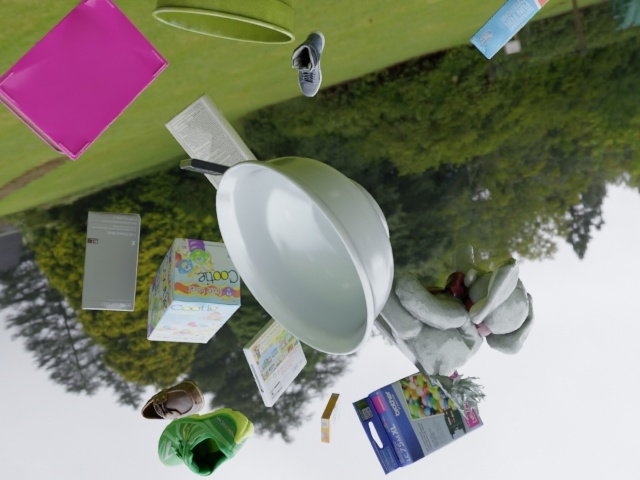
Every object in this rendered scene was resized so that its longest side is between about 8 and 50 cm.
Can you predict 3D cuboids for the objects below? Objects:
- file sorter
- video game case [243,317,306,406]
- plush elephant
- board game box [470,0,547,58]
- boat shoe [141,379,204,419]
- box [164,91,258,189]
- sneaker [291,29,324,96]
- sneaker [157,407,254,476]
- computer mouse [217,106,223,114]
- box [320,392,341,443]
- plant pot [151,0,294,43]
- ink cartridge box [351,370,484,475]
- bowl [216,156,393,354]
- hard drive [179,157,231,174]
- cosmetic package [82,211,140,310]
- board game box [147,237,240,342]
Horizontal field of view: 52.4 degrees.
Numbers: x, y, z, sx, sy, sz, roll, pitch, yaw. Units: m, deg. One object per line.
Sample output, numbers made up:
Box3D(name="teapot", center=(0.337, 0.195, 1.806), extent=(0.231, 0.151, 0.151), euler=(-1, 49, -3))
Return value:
Box3D(name="file sorter", center=(-0.519, -0.348, 1.383), extent=(0.291, 0.202, 0.182), euler=(-51, -149, -15))
Box3D(name="video game case", center=(-0.133, 0.349, 1.966), extent=(0.026, 0.206, 0.227), euler=(-5, -157, 33))
Box3D(name="plush elephant", center=(0.253, 0.118, 1.177), extent=(0.255, 0.272, 0.330), euler=(-38, -125, -7))
Box3D(name="board game box", center=(0.482, -0.554, 1.535), extent=(0.242, 0.064, 0.316), euler=(-44, -179, 30))
Box3D(name="boat shoe", center=(-0.271, 0.301, 1.187), extent=(0.060, 0.064, 0.178), euler=(-25, 179, -43))
Box3D(name="box", center=(-0.308, -0.274, 1.954), extent=(0.148, 0.311, 0.121), euler=(-34, -161, 7))
Box3D(name="sneaker", center=(-0.048, -0.561, 2.154), extent=(0.086, 0.226, 0.163), euler=(12, -142, 8))
Box3D(name="sneaker", center=(-0.276, 0.452, 1.432), extent=(0.295, 0.109, 0.123), euler=(-29, -161, 37))
Box3D(name="computer mouse", center=(-0.358, -0.386, 2.267), extent=(0.042, 0.193, 0.106), euler=(-2, 146, -40))
Box3D(name="box", center=(0.031, 0.484, 1.797), extent=(0.028, 0.081, 0.136), euler=(5, -158, 13))
Box3D(name="plant pot", center=(-0.224, -0.717, 1.651), extent=(0.366, 0.353, 0.366), euler=(8, -172, -1))
Box3D(name="ink cartridge box", center=(0.240, 0.416, 1.562), extent=(0.311, 0.186, 0.065), euler=(-13, 160, -35))
Box3D(name="bowl", center=(0.000, 0.000, 0.901), extent=(0.134, 0.298, 0.298), euler=(-35, -158, -31))
Box3D(name="hard drive", center=(-0.268, -0.169, 1.511), extent=(0.094, 0.022, 0.135), euler=(10, 180, -23))
Box3D(name="cosmetic package", center=(-0.515, 0.053, 1.599), extent=(0.127, 0.238, 0.107), euler=(2, 175, -19))
Box3D(name="board game box", center=(-0.286, 0.119, 1.448), extent=(0.144, 0.142, 0.275), euler=(7, 153, -23))
